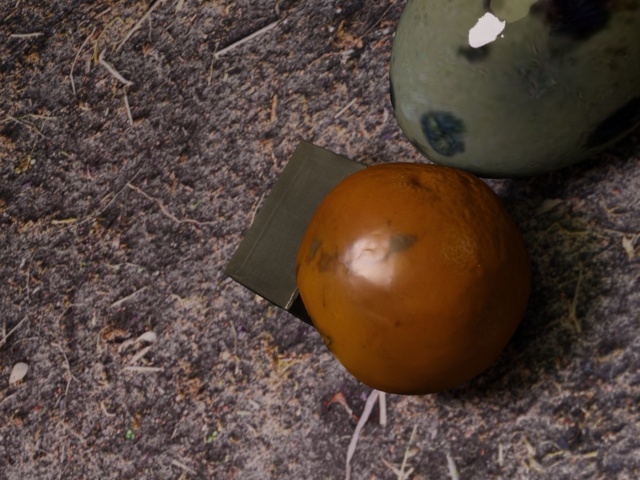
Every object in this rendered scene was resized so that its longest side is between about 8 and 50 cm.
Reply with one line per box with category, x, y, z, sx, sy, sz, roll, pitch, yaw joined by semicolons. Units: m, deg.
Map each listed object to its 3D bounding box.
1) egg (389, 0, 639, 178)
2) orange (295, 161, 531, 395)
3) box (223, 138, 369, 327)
egg;0.276;-0.259;1.692;0.428;0.345;0.345;-40;49;20
orange;0.120;0.045;1.682;0.312;0.312;0.312;-17;58;30
box;0.000;0.000;1.899;0.155;0.149;0.231;25;83;43
